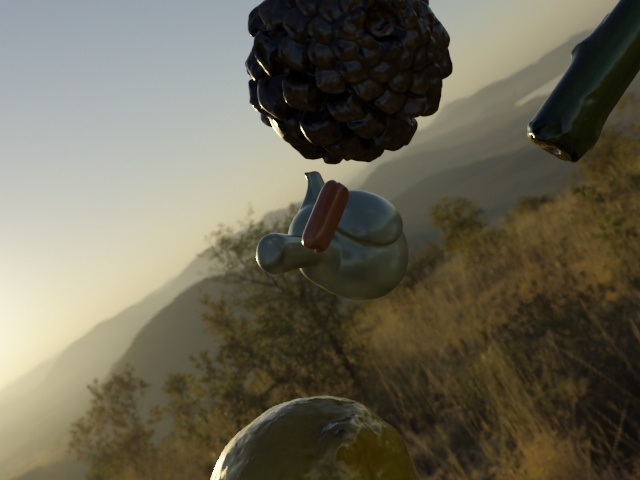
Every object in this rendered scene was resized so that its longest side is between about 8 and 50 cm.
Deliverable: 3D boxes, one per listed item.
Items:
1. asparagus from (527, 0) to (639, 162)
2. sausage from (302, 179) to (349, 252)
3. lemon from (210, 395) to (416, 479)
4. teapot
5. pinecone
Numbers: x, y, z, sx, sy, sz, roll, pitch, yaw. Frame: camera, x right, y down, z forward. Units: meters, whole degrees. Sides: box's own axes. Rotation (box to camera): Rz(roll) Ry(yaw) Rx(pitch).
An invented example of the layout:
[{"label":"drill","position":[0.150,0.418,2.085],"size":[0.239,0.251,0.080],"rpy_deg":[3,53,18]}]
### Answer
[{"label":"asparagus","position":[0.301,-0.199,0.759],"size":[0.277,0.060,0.067],"rpy_deg":[-53,46,-1]},{"label":"sausage","position":[0.005,-0.026,0.858],"size":[0.083,0.034,0.034],"rpy_deg":[-67,14,-15]},{"label":"lemon","position":[-0.014,0.296,0.861],"size":[0.236,0.236,0.263],"rpy_deg":[-35,6,-38]},{"label":"teapot","position":[0.033,0.017,1.222],"size":[0.318,0.220,0.149],"rpy_deg":[-63,-7,-59]},{"label":"pinecone","position":[0.016,-0.161,0.711],"size":[0.179,0.184,0.204],"rpy_deg":[-52,21,-18]}]
